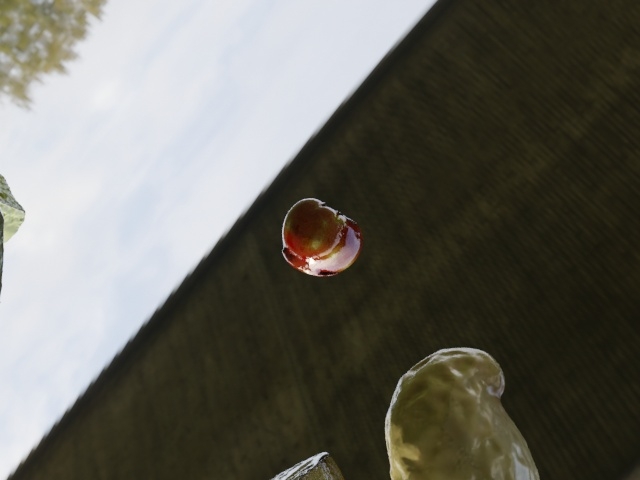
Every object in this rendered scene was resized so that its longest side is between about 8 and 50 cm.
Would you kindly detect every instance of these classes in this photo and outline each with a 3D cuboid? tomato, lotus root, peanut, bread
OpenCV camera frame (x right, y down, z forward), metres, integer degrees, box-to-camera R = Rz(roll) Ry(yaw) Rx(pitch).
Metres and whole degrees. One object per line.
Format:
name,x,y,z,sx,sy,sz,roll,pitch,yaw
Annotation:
tomato,0.000,0.000,1.204,0.075,0.087,0.087,-61,-151,2
lotus root,-0.081,0.399,1.642,0.261,0.074,0.170,-34,-177,-10
peanut,0.062,0.142,0.550,0.082,0.082,0.187,-9,-113,52
bread,-0.528,-0.053,1.762,0.114,0.129,0.111,41,-79,32

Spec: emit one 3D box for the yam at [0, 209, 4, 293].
yam,-0.426,0.073,1.298,0.133,0.133,0.330,-116,-143,-58
